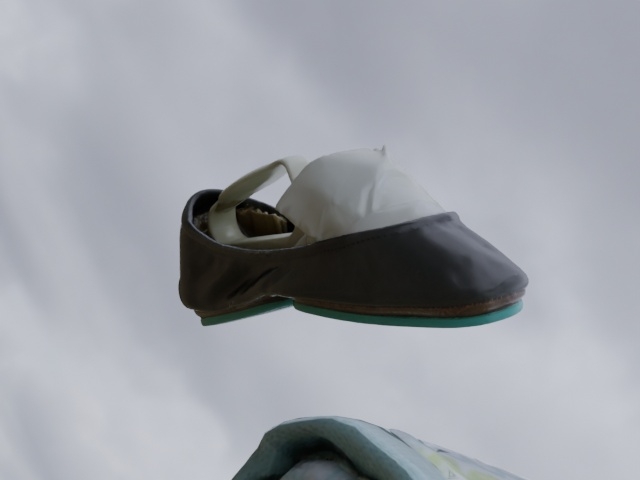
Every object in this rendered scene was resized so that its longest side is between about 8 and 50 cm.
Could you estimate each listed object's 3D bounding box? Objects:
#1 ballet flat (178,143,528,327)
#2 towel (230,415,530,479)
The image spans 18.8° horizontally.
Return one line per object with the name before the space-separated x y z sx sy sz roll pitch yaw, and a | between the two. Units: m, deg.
ballet flat | 0.000 0.000 1.071 0.280 0.095 0.096 -3 -81 52
towel | 0.135 0.243 0.604 0.320 0.090 0.374 30 29 -48
